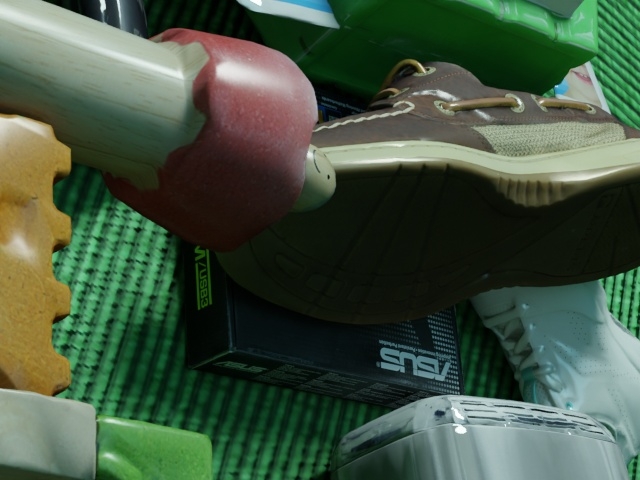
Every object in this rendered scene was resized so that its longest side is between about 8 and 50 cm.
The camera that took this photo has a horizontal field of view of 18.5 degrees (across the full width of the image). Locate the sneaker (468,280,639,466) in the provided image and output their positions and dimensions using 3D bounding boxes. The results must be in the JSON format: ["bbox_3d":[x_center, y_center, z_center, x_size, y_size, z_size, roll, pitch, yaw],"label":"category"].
[{"bbox_3d":[0.147,0.073,1.269,0.212,0.080,0.094,44,57,-24],"label":"sneaker"}]

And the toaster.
[{"bbox_3d":[0.093,0.176,1.116,0.227,0.129,0.146,11,59,-41],"label":"toaster"}]

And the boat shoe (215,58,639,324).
[{"bbox_3d":[0.067,-0.040,1.156,0.342,0.123,0.123,-7,45,-34],"label":"boat shoe"}]

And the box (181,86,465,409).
[{"bbox_3d":[0.000,0.000,1.168,0.191,0.045,0.184,16,58,-40],"label":"box"}]

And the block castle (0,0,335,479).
[{"bbox_3d":[-0.128,0.158,0.756,0.213,0.303,0.453,17,60,-42],"label":"block castle"}]

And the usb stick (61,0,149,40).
[{"bbox_3d":[-0.128,-0.178,1.111,0.077,0.045,0.278,74,7,-71],"label":"usb stick"}]

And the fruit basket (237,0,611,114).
[{"bbox_3d":[0.046,-0.258,1.260,0.327,0.165,0.353,15,57,-41],"label":"fruit basket"}]
